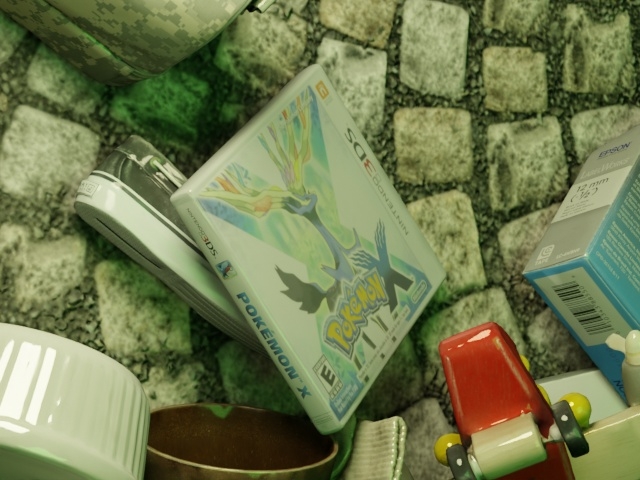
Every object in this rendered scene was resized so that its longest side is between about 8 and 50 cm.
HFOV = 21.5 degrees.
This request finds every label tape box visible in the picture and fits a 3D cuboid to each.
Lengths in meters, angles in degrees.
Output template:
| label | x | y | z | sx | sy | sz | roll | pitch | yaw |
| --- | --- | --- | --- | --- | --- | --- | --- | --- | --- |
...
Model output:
| label | x | y | z | sx | sy | sz | roll | pitch | yaw |
| --- | --- | --- | --- | --- | --- | --- | --- | --- | --- |
| label tape box | 0.422 | 0.005 | 2.087 | 0.249 | 0.115 | 0.347 | 49 | 49 | -18 |

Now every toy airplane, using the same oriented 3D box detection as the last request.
| label | x | y | z | sx | sy | sz | roll | pitch | yaw |
| --- | --- | --- | --- | --- | --- | --- | --- | --- | --- |
| toy airplane | 0.234 | 0.250 | 1.874 | 0.386 | 0.272 | 0.384 | 12 | 125 | -22 |

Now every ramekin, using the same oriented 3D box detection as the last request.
| label | x | y | z | sx | sy | sz | roll | pitch | yaw |
| --- | --- | --- | --- | --- | --- | --- | --- | --- | --- |
| ramekin | -0.288 | 0.178 | 1.616 | 0.273 | 0.273 | 0.127 | 26 | 62 | -25 |

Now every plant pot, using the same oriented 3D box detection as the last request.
| label | x | y | z | sx | sy | sz | roll | pitch | yaw |
| --- | --- | --- | --- | --- | --- | --- | --- | --- | --- |
| plant pot | -0.101 | 0.311 | 1.755 | 0.215 | 0.215 | 0.230 | 0 | 103 | -29 |

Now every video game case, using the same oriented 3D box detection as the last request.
| label | x | y | z | sx | sy | sz | roll | pitch | yaw |
| --- | --- | --- | --- | --- | --- | --- | --- | --- | --- |
| video game case | 0.000 | 0.000 | 1.824 | 0.300 | 0.036 | 0.329 | 58 | 36 | -14 |

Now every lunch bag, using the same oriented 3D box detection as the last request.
| label | x | y | z | sx | sy | sz | roll | pitch | yaw |
| --- | --- | --- | --- | --- | --- | --- | --- | --- | --- |
| lunch bag | -0.209 | -0.313 | 1.684 | 0.305 | 0.256 | 0.212 | 39 | 70 | -22 |

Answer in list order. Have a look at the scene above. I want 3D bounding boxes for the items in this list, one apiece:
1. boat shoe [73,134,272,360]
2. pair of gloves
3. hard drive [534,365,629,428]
| label | x | y | z | sx | sy | sz | roll | pitch | yaw |
| --- | --- | --- | --- | --- | --- | --- | --- | --- | --- |
| boat shoe | -0.103 | 0.015 | 1.799 | 0.335 | 0.121 | 0.119 | 41 | 73 | -19 |
| pair of gloves | 0.006 | 0.295 | 1.796 | 0.042 | 0.204 | 0.240 | 19 | 79 | -27 |
| hard drive | 0.302 | 0.342 | 2.047 | 0.233 | 0.047 | 0.353 | -10 | 92 | -29 |
